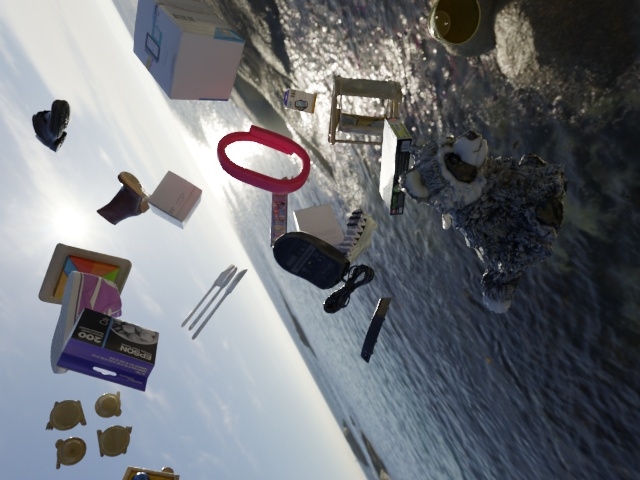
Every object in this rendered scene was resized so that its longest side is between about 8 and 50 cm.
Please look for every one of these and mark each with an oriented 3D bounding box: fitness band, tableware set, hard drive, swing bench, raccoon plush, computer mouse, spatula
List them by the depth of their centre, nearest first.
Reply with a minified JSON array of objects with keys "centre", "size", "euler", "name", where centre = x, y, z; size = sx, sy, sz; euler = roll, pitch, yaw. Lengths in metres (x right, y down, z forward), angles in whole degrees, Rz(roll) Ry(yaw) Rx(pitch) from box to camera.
[{"centre":[0.304,-0.017,0.886],"size":[0.216,0.298,0.447],"euler":[-61,-22,-58],"name":"raccoon plush"},{"centre":[-0.507,0.414,0.920],"size":[0.020,0.168,0.141],"euler":[-44,55,43],"name":"tableware set"},{"centre":[-0.009,0.065,1.125],"size":[0.272,0.188,0.072],"euler":[36,-157,-17],"name":"computer mouse"},{"centre":[-0.313,0.172,1.222],"size":[0.019,0.242,0.168],"euler":[44,162,-29],"name":"spatula"},{"centre":[-0.173,-0.248,1.276],"size":[0.054,0.290,0.209],"euler":[117,170,-54],"name":"fitness band"},{"centre":[0.164,-0.487,1.580],"size":[0.165,0.253,0.255],"euler":[-106,19,-73],"name":"swing bench"},{"centre":[0.232,0.375,1.769],"size":[0.054,0.172,0.255],"euler":[20,120,12],"name":"hard drive"}]

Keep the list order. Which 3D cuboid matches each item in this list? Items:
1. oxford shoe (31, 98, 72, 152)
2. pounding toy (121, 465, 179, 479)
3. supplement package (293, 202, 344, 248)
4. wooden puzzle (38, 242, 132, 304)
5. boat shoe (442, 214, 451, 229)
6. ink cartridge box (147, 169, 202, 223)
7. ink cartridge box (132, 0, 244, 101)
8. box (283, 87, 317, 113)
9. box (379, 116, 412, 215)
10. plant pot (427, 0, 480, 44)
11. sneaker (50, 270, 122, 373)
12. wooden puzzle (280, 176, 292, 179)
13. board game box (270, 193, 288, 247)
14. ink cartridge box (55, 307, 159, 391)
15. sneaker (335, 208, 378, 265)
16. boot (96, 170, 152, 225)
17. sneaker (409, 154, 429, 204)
[{"centre":[-0.803,-0.348,1.232],"size":[0.096,0.083,0.227],"euler":[33,139,-25],"name":"oxford shoe"},{"centre":[-0.387,0.604,1.003],"size":[0.206,0.180,0.094],"euler":[-130,58,-76],"name":"pounding toy"},{"centre":[0.000,0.000,1.824],"size":[0.293,0.177,0.175],"euler":[-108,7,-49],"name":"supplement package"},{"centre":[-0.795,0.138,1.413],"size":[0.238,0.221,0.044],"euler":[20,-166,-28],"name":"wooden puzzle"},{"centre":[0.518,-0.095,1.729],"size":[0.035,0.035,0.100],"euler":[-14,62,57],"name":"boat shoe"},{"centre":[-0.480,-0.131,1.389],"size":[0.127,0.128,0.176],"euler":[31,165,-12],"name":"ink cartridge box"},{"centre":[-0.395,-0.571,1.228],"size":[0.270,0.198,0.197],"euler":[50,132,25],"name":"ink cartridge box"},{"centre":[-0.087,-0.584,1.747],"size":[0.028,0.136,0.081],"euler":[-121,41,-74],"name":"box"},{"centre":[0.179,-0.176,1.010],"size":[0.114,0.036,0.207],"euler":[-101,7,-50],"name":"box"},{"centre":[0.339,-0.586,1.111],"size":[0.134,0.134,0.095],"euler":[65,172,-20],"name":"plant pot"},{"centre":[-0.641,0.232,1.170],"size":[0.161,0.102,0.282],"euler":[25,-126,-42],"name":"sneaker"},{"centre":[-0.158,-0.236,1.824],"size":[0.079,0.116,0.014],"euler":[56,158,-17],"name":"wooden puzzle"},{"centre":[-0.150,-0.090,1.529],"size":[0.194,0.060,0.194],"euler":[-107,20,-75],"name":"board game box"},{"centre":[-0.512,0.264,1.033],"size":[0.206,0.045,0.208],"euler":[28,-169,-25],"name":"ink cartridge box"},{"centre":[0.133,0.027,1.622],"size":[0.118,0.292,0.110],"euler":[31,170,-30],"name":"sneaker"},{"centre":[-0.795,-0.157,1.657],"size":[0.090,0.206,0.248],"euler":[60,174,24],"name":"boot"},{"centre":[0.491,-0.219,1.435],"size":[0.447,0.257,0.169],"euler":[28,-136,-25],"name":"sneaker"}]
